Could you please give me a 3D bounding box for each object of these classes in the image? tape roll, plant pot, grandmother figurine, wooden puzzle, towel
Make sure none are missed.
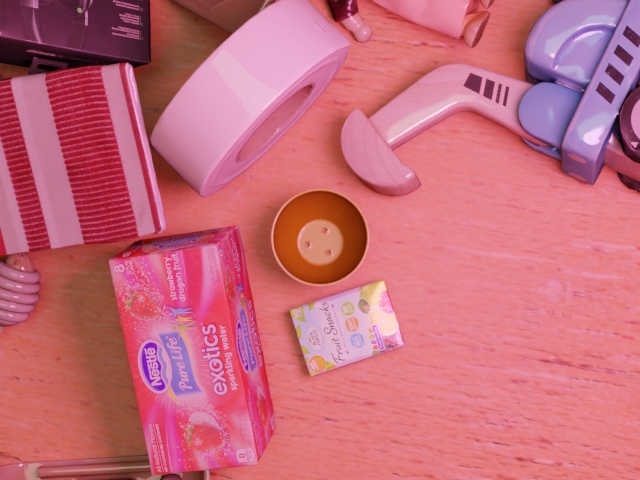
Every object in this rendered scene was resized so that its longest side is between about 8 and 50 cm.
[{"bbox_3d":[-0.092,-0.191,1.634,0.286,0.286,0.100,-45,86,-3],"label":"tape roll"},{"bbox_3d":[0.000,0.000,1.712,0.134,0.095,0.134,0,85,1],"label":"plant pot"},{"bbox_3d":[0.078,-0.381,1.732,0.342,0.104,0.208,26,110,9],"label":"grandmother figurine"},{"bbox_3d":[-0.096,-0.396,1.696,0.238,0.044,0.221,36,95,47],"label":"wooden puzzle"},{"bbox_3d":[-0.378,-0.103,1.638,0.329,0.037,0.237,-6,106,16],"label":"towel"}]

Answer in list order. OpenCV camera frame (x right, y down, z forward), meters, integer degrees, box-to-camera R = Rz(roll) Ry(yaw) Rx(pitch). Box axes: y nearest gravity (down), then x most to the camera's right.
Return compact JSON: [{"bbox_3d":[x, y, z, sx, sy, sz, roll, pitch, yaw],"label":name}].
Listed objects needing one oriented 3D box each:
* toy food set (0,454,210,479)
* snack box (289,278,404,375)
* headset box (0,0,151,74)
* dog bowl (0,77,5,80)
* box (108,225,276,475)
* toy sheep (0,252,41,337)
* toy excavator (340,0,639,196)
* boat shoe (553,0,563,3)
[{"bbox_3d":[-0.299,0.412,1.682,0.306,0.092,0.220,-3,85,0],"label":"toy food set"},{"bbox_3d":[0.038,0.123,1.731,0.141,0.037,0.100,-18,85,-1],"label":"snack box"},{"bbox_3d":[-0.364,-0.363,1.663,0.131,0.246,0.283,-6,84,44],"label":"headset box"},{"bbox_3d":[-0.471,-0.161,1.739,0.297,0.074,0.166,23,86,3],"label":"dog bowl"},{"bbox_3d":[-0.168,0.144,1.637,0.154,0.142,0.300,-7,100,10],"label":"box"},{"bbox_3d":[-0.436,0.073,1.716,0.091,0.091,0.132,16,99,1],"label":"toy sheep"},{"bbox_3d":[0.305,-0.199,1.696,0.445,0.222,0.433,26,86,16],"label":"toy excavator"},{"bbox_3d":[0.388,-0.425,1.756,0.065,0.075,0.206,20,90,-1],"label":"boat shoe"}]
